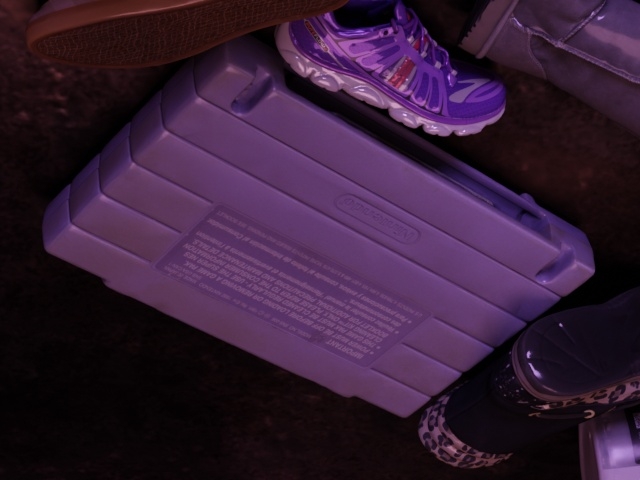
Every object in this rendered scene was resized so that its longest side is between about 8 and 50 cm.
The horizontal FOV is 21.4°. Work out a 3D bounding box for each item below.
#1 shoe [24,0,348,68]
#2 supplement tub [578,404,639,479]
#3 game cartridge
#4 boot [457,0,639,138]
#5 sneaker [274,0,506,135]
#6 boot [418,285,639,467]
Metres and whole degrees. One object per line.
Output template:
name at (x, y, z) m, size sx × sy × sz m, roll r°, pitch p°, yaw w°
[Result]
shoe at (-0.084, -0.160, 1.084) m, size 0.219 × 0.058 × 0.076 m, roll -11°, pitch 156°, yaw 11°
supplement tub at (0.321, 0.182, 1.438) m, size 0.190 × 0.117 × 0.117 m, roll -6°, pitch 137°, yaw 0°
game cartridge at (0.000, 0.000, 1.255) m, size 0.355 × 0.068 × 0.230 m, roll 28°, pitch 131°, yaw -31°
boot at (0.215, -0.137, 1.090) m, size 0.208 × 0.076 × 0.189 m, roll 28°, pitch 144°, yaw -5°
sneaker at (0.055, -0.123, 1.126) m, size 0.170 × 0.068 × 0.071 m, roll 18°, pitch 126°, yaw -23°
boot at (0.207, 0.112, 1.369) m, size 0.236 × 0.085 × 0.178 m, roll -6°, pitch 157°, yaw -35°
